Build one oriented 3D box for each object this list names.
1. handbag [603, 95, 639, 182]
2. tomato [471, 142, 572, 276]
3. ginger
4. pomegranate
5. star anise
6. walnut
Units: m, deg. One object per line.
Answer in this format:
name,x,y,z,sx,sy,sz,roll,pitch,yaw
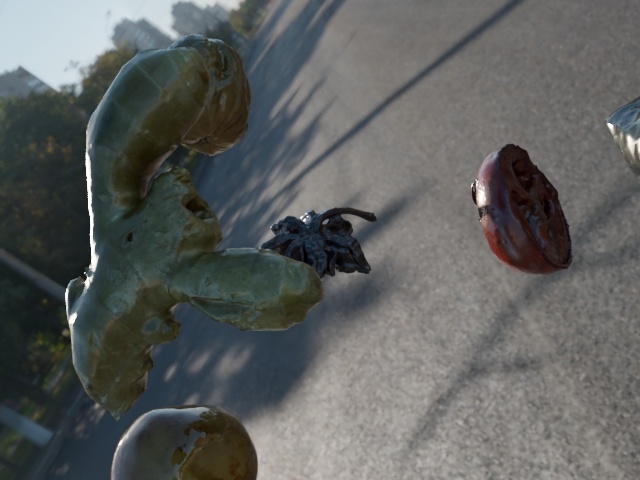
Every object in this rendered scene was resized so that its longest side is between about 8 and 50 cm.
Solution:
handbag,0.258,-0.092,0.401,0.270,0.088,0.175,-30,-9,-19
tomato,0.320,-0.039,1.407,0.101,0.228,0.228,-29,26,36
ginger,-0.204,0.002,0.970,0.348,0.363,0.122,-36,-11,22
pomegranate,-0.250,0.401,1.528,0.270,0.252,0.229,9,102,51
star anise,0.000,-0.001,1.502,0.231,0.209,0.089,-58,-23,-44
walnut,-0.177,-0.227,1.312,0.155,0.155,0.184,-40,52,52
